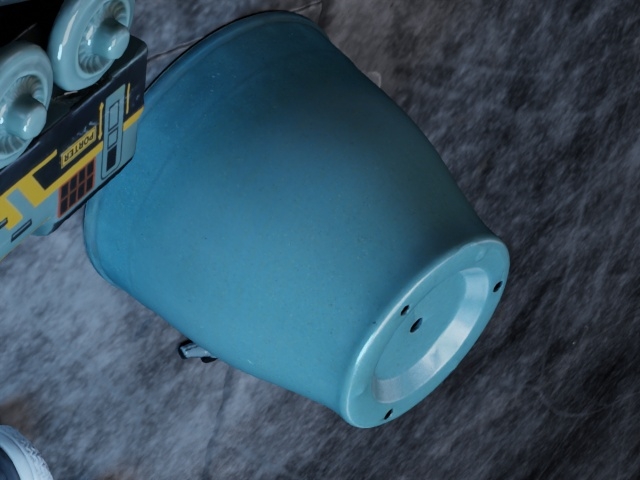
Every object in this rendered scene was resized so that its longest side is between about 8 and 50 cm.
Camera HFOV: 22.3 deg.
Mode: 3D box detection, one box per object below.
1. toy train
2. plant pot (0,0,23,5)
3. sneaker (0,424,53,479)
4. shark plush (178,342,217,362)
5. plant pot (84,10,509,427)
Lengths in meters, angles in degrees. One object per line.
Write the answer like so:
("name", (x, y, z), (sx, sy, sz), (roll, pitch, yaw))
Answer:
("toy train", (-0.218, -0.052, 0.932), (0.334, 0.142, 0.190), (-49, 157, -42))
("plant pot", (-0.169, -0.214, 0.740), (0.188, 0.167, 0.187), (94, 4, -50))
("sneaker", (-0.301, 0.284, 1.347), (0.153, 0.101, 0.268), (-26, 136, -37))
("shark plush", (-0.068, 0.078, 1.539), (0.161, 0.073, 0.067), (-12, 118, -23))
("plant pot", (0.000, 0.000, 1.278), (0.271, 0.255, 0.272), (-38, 151, -26))
